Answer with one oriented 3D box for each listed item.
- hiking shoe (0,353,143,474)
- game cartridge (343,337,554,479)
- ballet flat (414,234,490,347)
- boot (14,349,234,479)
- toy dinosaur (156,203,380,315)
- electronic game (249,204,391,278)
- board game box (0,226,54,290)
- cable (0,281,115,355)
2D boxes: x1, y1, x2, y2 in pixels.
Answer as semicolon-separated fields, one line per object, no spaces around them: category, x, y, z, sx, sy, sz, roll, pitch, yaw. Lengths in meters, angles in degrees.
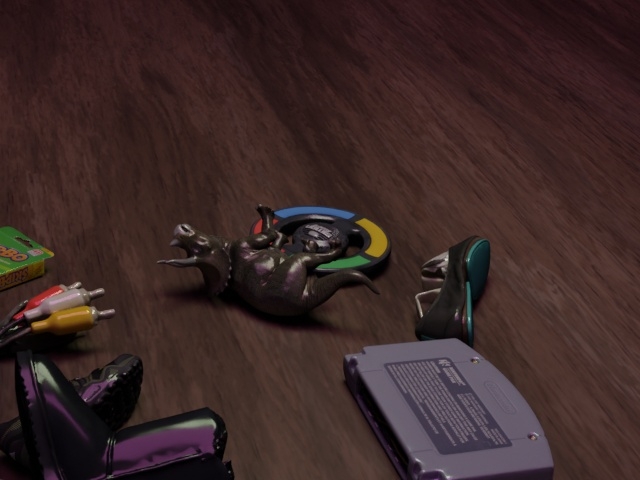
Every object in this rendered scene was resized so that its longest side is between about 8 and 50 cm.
hiking shoe;-0.307;0.192;1.479;0.114;0.086;0.227;21;31;20
game cartridge;0.166;0.224;1.546;0.196;0.060;0.294;-7;30;-16
ballet flat;0.192;0.069;1.813;0.096;0.095;0.280;-1;25;15
boot;-0.216;0.218;1.351;0.207;0.094;0.246;-12;66;-23
toy dinosaur;-0.064;0.051;1.790;0.314;0.121;0.160;25;67;14
electronic game;0.000;0.000;1.952;0.229;0.048;0.229;5;28;-2
board game box;-0.527;0.046;1.777;0.124;0.039;0.259;28;37;35
cable;-0.425;0.117;1.618;0.287;0.072;0.139;-16;29;-35
